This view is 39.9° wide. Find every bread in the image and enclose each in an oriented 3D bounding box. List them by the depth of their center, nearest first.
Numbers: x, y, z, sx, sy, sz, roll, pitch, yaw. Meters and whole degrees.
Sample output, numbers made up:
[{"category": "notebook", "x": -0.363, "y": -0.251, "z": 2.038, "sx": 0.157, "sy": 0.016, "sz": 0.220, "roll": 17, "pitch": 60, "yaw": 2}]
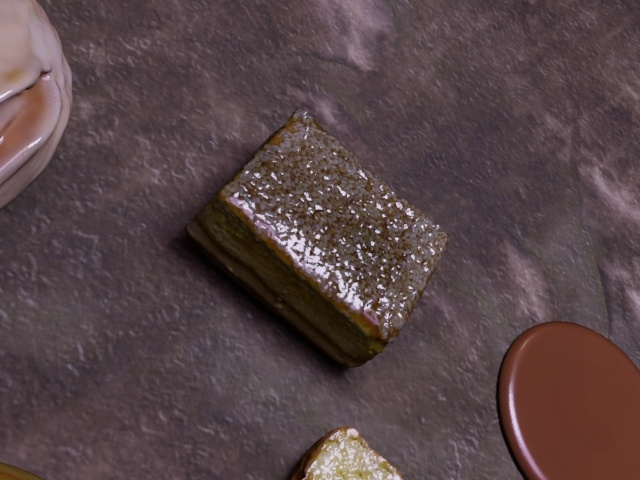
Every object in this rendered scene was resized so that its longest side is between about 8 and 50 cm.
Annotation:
[{"category": "bread", "x": 0.002, "y": 0.267, "z": 0.819, "sx": 0.103, "sy": 0.065, "sz": 0.187, "roll": 36, "pitch": 52, "yaw": -10}, {"category": "bread", "x": 0.000, "y": 0.000, "z": 0.934, "sx": 0.234, "sy": 0.110, "sz": 0.184, "roll": 41, "pitch": 50, "yaw": -7}]

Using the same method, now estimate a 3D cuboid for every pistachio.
[{"category": "pistachio", "x": -0.344, "y": -0.104, "z": 0.755, "sx": 0.318, "sy": 0.214, "sz": 0.193, "roll": -46, "pitch": 134, "yaw": -30}]

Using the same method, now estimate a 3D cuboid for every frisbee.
[{"category": "frisbee", "x": 0.317, "y": 0.213, "z": 1.051, "sx": 0.251, "sy": 0.021, "sz": 0.250, "roll": 12, "pitch": 61, "yaw": -23}]

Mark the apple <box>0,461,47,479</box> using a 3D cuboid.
[{"category": "apple", "x": -0.254, "y": 0.275, "z": 0.503, "sx": 0.305, "sy": 0.338, "sz": 0.338, "roll": 39, "pitch": 53, "yaw": -6}]
